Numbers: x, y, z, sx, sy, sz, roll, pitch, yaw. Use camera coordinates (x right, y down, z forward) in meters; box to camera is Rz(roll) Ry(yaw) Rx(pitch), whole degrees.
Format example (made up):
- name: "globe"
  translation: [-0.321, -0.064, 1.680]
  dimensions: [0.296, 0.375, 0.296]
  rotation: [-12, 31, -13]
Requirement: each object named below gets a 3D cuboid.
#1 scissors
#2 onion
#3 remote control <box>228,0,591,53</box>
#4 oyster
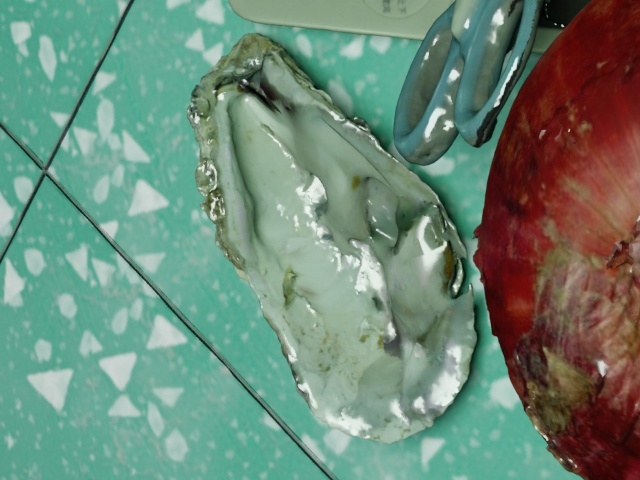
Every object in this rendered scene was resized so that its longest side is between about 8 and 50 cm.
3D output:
- name: "scissors"
  translation: [0.106, -0.178, 0.612]
  dimensions: [0.289, 0.041, 0.138]
  rotation: [-70, 14, -11]
- name: "onion"
  translation: [0.201, 0.004, 0.518]
  dimensions: [0.276, 0.276, 0.276]
  rotation: [6, 101, 32]
- name: "remote control"
  translation: [0.073, -0.164, 0.702]
  dimensions: [0.309, 0.038, 0.090]
  rotation: [14, 105, 31]
- name: "oyster"
  translation: [-0.001, 0.000, 0.747]
  dimensions: [0.252, 0.087, 0.199]
  rotation: [30, 103, 18]
